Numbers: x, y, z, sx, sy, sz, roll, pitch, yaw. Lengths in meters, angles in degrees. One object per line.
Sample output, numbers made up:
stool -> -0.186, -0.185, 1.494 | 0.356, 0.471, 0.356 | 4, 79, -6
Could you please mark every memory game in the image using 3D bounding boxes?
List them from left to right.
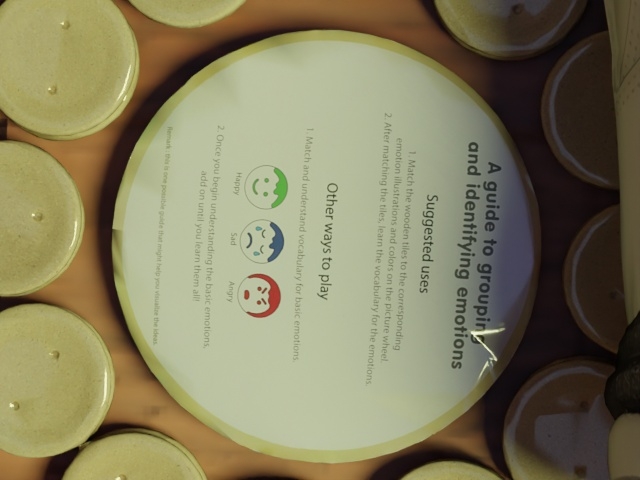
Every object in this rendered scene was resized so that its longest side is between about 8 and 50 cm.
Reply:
memory game -> 0.000, 0.000, 0.425 | 0.186, 0.012, 0.186 | 0, 91, 6

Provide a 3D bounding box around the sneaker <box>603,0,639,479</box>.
sneaker -> 0.181, -0.061, 0.274 | 0.366, 0.137, 0.210 | -17, 84, 44
